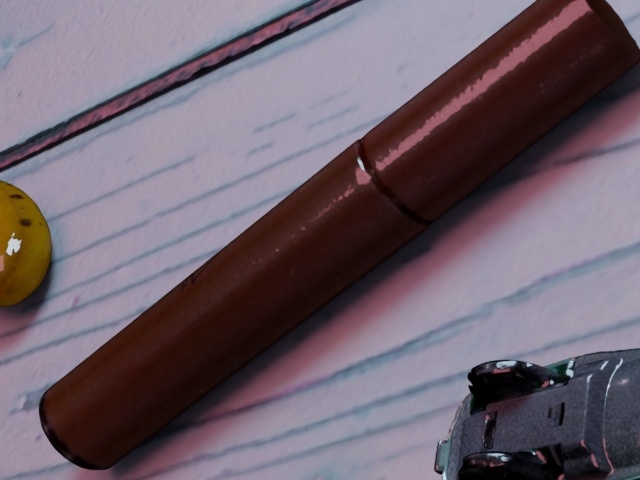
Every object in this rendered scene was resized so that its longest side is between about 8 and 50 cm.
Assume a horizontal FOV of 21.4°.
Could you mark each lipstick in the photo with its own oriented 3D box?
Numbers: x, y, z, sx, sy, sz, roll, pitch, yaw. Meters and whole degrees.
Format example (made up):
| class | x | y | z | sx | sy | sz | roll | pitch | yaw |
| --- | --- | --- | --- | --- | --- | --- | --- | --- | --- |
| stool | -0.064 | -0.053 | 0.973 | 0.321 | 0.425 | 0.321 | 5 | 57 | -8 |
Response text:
| class | x | y | z | sx | sy | sz | roll | pitch | yaw |
| --- | --- | --- | --- | --- | --- | --- | --- | --- | --- |
| lipstick | 0.000 | 0.000 | 0.831 | 0.357 | 0.057 | 0.057 | -37 | 40 | 20 |

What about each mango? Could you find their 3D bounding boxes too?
| class | x | y | z | sx | sy | sz | roll | pitch | yaw |
| --- | --- | --- | --- | --- | --- | --- | --- | --- | --- |
| mango | -0.206 | 0.003 | 1.048 | 0.079 | 0.057 | 0.114 | -45 | 40 | -2 |

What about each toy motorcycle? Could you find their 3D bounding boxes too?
| class | x | y | z | sx | sy | sz | roll | pitch | yaw |
| --- | --- | --- | --- | --- | --- | --- | --- | --- | --- |
| toy motorcycle | 0.118 | 0.075 | 0.611 | 0.173 | 0.100 | 0.058 | -19 | 49 | 40 |
